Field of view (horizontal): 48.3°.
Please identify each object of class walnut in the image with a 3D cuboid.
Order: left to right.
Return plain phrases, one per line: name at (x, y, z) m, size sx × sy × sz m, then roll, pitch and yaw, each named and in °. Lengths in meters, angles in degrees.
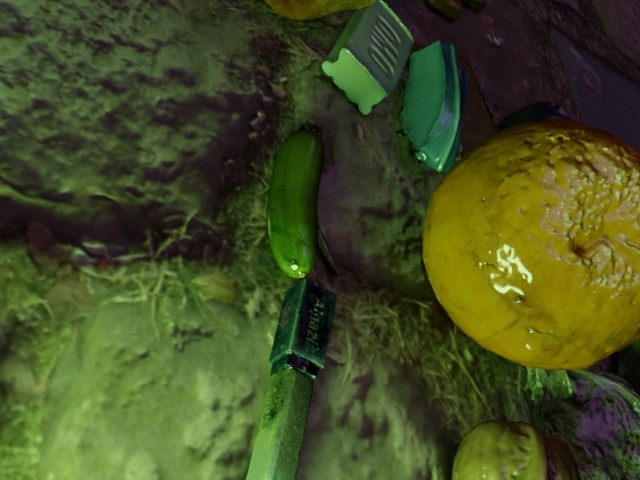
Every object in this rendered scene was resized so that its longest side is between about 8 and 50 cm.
walnut at (0.236, 0.296, 0.861) m, size 0.167 × 0.149 × 0.166 m, roll 4°, pitch 59°, yaw -7°

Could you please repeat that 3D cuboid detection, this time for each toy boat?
toy boat at (0.197, -0.212, 1.181) m, size 0.098 × 0.109 × 0.237 m, roll 30°, pitch 54°, yaw -37°

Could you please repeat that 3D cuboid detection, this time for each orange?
orange at (0.305, 0.007, 0.992) m, size 0.341 × 0.293 × 0.340 m, roll 2°, pitch 83°, yaw -14°

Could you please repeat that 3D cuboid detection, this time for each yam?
yam at (0.000, 0.000, 0.943) m, size 0.014 × 0.014 × 0.107 m, roll -11°, pitch 71°, yaw -44°

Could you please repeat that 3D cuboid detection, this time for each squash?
squash at (-0.032, -0.060, 0.916) m, size 0.069 × 0.069 × 0.258 m, roll 26°, pitch 46°, yaw -26°

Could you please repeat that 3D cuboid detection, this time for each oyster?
oyster at (0.410, 0.296, 1.048) m, size 0.199 × 0.112 × 0.267 m, roll 0°, pitch 70°, yaw -17°

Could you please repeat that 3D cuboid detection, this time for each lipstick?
lipstick at (-0.037, 0.182, 0.764) m, size 0.051 × 0.051 × 0.312 m, roll 32°, pitch 47°, yaw -23°

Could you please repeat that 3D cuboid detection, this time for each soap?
soap at (0.084, -0.307, 1.174) m, size 0.114 × 0.063 × 0.198 m, roll 43°, pitch 43°, yaw -21°

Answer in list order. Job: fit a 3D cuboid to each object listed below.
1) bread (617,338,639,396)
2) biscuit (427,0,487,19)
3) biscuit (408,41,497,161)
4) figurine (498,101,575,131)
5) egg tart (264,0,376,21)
bread at (0.670, 0.217, 1.196) m, size 0.264 × 0.239 × 0.395 m, roll 31°, pitch 47°, yaw -22°
biscuit at (0.289, -0.522, 1.521) m, size 0.174 × 0.039 × 0.183 m, roll 31°, pitch 47°, yaw -25°
biscuit at (0.252, -0.244, 1.311) m, size 0.172 × 0.029 × 0.254 m, roll 3°, pitch 61°, yaw -40°
figurine at (0.444, -0.185, 1.364) m, size 0.222 × 0.145 × 0.145 m, roll 21°, pitch 51°, yaw -32°
egg tart at (-0.001, -0.441, 1.103) m, size 0.215 × 0.215 × 0.171 m, roll 49°, pitch 54°, yaw -4°
